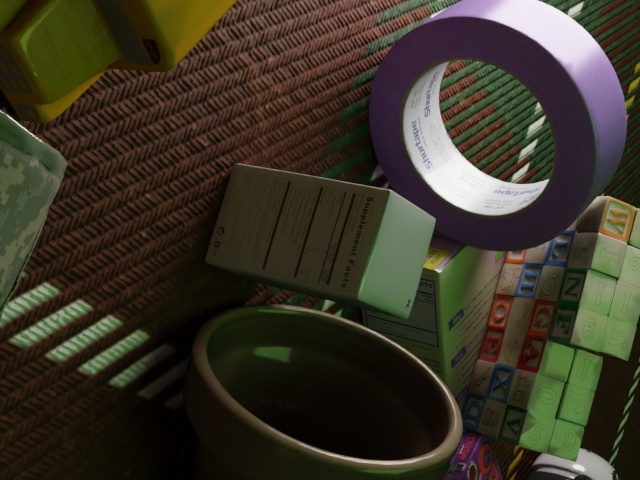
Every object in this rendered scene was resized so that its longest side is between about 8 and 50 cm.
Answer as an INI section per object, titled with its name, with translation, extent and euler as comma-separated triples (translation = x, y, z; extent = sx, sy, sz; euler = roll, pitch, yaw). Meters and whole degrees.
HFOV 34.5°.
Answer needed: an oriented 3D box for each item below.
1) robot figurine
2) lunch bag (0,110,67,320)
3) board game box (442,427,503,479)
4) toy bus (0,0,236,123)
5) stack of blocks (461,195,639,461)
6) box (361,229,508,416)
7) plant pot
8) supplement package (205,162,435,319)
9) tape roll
[robot figurine]
translation = 0.418, 0.494, 1.782
extent = 0.173, 0.209, 0.278
euler = 40, 64, -21
[lunch bag]
translation = -0.291, 0.005, 0.557
extent = 0.287, 0.169, 0.235
euler = 34, 71, -50
[board game box]
translation = 0.241, 0.478, 1.550
extent = 0.208, 0.056, 0.347
euler = -54, 131, -51
[toy bus]
translation = -0.118, -0.227, 0.776
extent = 0.332, 0.130, 0.108
euler = -55, 140, -32
[stack of blocks]
translation = 0.282, 0.102, 1.221
extent = 0.087, 0.171, 0.297
euler = 20, 84, -22
[box]
translation = 0.157, 0.082, 1.307
extent = 0.213, 0.117, 0.243
euler = -39, 132, -44
[plant pot]
translation = -0.027, 0.222, 0.992
extent = 0.263, 0.263, 0.229
euler = -14, 130, -54
[supplement package]
translation = 0.000, 0.000, 0.984
extent = 0.105, 0.179, 0.105
euler = 27, 77, -57
[tape roll]
translation = 0.192, -0.128, 1.145
extent = 0.090, 0.275, 0.274
euler = -38, 130, -45
